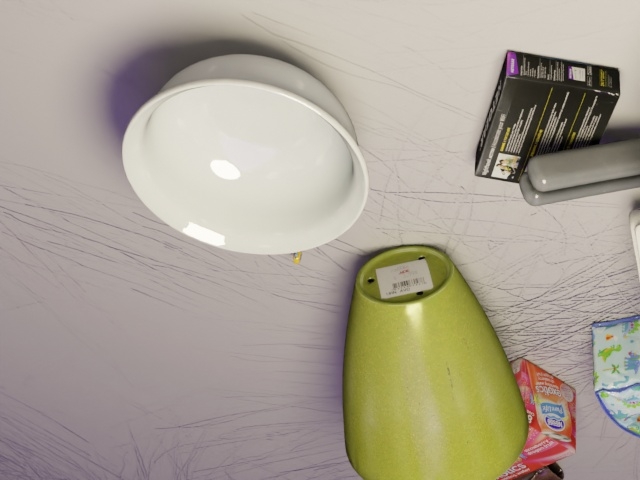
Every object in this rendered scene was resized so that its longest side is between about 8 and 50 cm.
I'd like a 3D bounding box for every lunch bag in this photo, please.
[{"bbox_3d":[0.462,0.205,1.711,0.096,0.129,0.151,-12,136,25],"label":"lunch bag"}]

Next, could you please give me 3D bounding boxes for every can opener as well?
[{"bbox_3d":[0.375,-0.078,1.364,0.280,0.093,0.074,-6,153,-10],"label":"can opener"}]

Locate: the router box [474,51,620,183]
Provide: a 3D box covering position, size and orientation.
[{"bbox_3d":[0.267,-0.137,1.388,0.133,0.046,0.179,10,142,-1],"label":"router box"}]

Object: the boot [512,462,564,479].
[{"bbox_3d":[0.279,0.399,2.052,0.248,0.090,0.207,35,123,-27],"label":"boot"}]

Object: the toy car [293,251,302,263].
[{"bbox_3d":[0.000,0.000,1.619,0.060,0.040,0.122,14,141,-6],"label":"toy car"}]

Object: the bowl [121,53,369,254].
[{"bbox_3d":[-0.080,-0.124,1.406,0.297,0.134,0.298,6,142,5],"label":"bowl"}]

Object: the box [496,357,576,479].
[{"bbox_3d":[0.276,0.307,1.880,0.128,0.123,0.257,32,137,-25],"label":"box"}]

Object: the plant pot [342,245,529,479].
[{"bbox_3d":[0.144,0.164,1.651,0.274,0.275,0.293,-3,125,15],"label":"plant pot"}]

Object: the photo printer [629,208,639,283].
[{"bbox_3d":[0.554,0.064,1.436,0.307,0.107,0.256,-8,98,16],"label":"photo printer"}]
